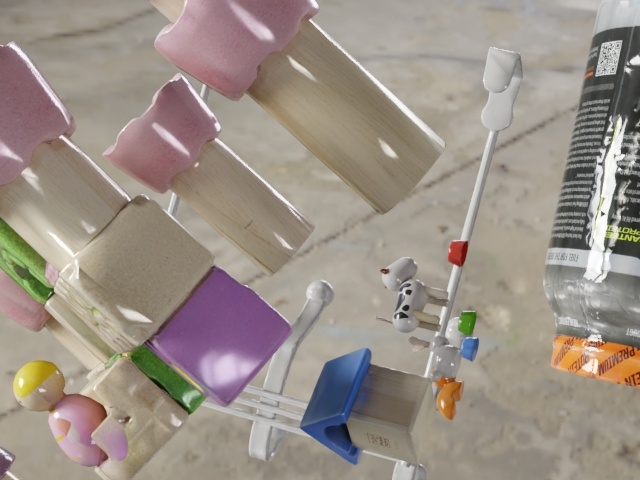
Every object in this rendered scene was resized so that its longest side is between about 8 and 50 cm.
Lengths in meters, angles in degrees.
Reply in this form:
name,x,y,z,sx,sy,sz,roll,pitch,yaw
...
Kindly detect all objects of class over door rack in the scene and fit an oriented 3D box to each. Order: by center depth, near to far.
name,x,y,z,sx,sy,sz,roll,pitch,yaw
over door rack,0.000,0.000,0.938,0.239,0.324,0.108,14,6,12

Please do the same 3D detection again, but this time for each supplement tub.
name,x,y,z,sx,sy,sz,roll,pitch,yaw
supplement tub,0.310,-0.038,1.108,0.207,0.338,0.207,13,-2,1

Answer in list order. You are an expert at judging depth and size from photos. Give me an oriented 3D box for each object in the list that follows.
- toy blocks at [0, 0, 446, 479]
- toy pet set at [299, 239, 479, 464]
name,x,y,z,sx,sy,sz,roll,pitch,yaw
toy blocks,-0.157,-0.008,0.597,0.309,0.260,0.288,-50,6,-17
toy pet set,0.039,0.068,0.724,0.065,0.122,0.114,13,58,19
